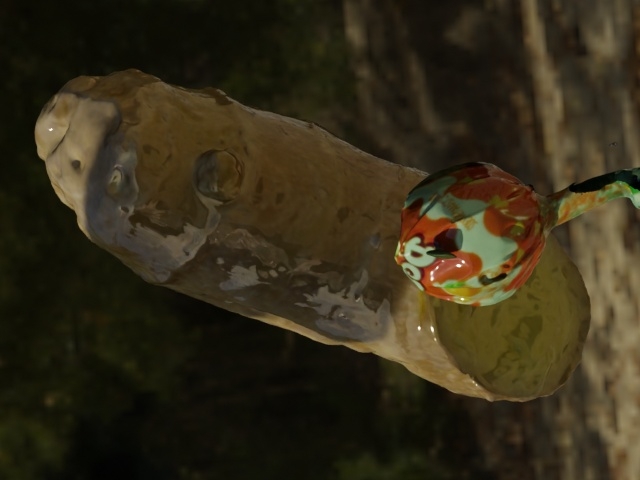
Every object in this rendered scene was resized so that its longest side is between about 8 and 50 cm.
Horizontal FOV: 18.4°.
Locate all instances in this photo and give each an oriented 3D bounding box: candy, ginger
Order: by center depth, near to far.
[{"bbox_3d":[0.114,-0.022,0.700,0.055,0.184,0.049,68,-177,-69],"label":"candy"},{"bbox_3d":[0.000,0.000,1.147,0.190,0.354,0.126,150,143,-75],"label":"ginger"}]
